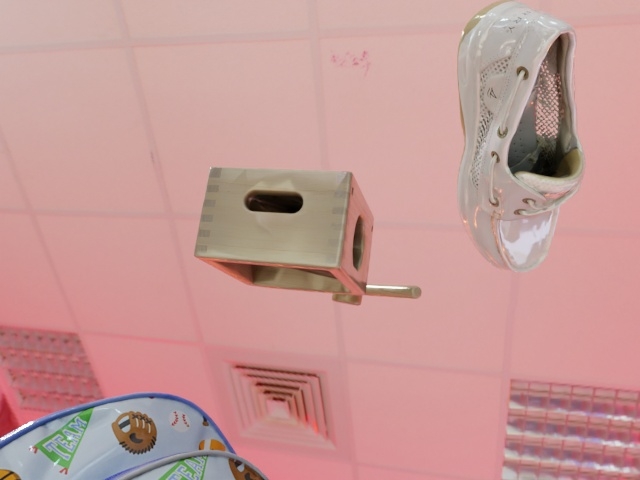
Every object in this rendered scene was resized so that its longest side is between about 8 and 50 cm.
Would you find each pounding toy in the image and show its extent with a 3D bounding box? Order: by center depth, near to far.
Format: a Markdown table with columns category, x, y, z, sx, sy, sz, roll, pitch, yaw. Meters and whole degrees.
| category | x | y | z | sx | sy | sz | roll | pitch | yaw |
| --- | --- | --- | --- | --- | --- | --- | --- | --- | --- |
| pounding toy | 0.010 | 0.002 | 0.550 | 0.180 | 0.094 | 0.206 | 4 | -14 | 15 |

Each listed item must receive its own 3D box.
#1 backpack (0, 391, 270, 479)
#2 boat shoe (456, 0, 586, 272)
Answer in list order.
| category | x | y | z | sx | sy | sz | roll | pitch | yaw |
| --- | --- | --- | --- | --- | --- | --- | --- | --- | --- |
| backpack | -0.127 | 0.234 | 0.341 | 0.213 | 0.276 | 0.263 | -47 | -110 | 34 |
| boat shoe | 0.185 | -0.064 | 0.506 | 0.098 | 0.096 | 0.277 | -29 | -52 | -11 |
